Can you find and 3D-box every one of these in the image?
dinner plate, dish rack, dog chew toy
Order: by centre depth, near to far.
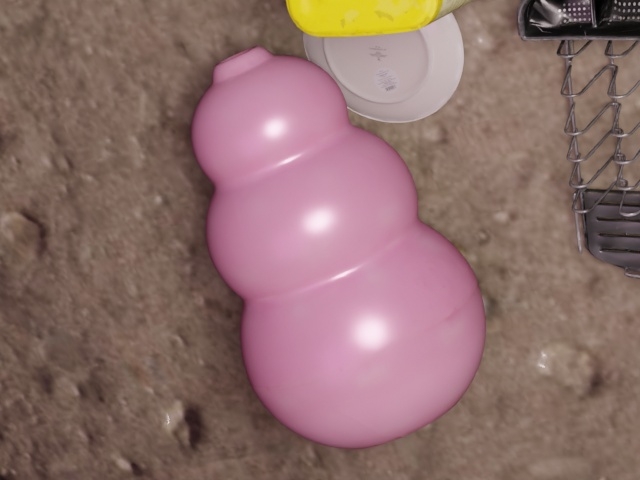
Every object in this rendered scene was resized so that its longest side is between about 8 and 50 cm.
[{"bbox_3d":[0.270,-0.078,1.360,0.208,0.074,0.271,4,121,26],"label":"dish rack"},{"bbox_3d":[0.048,-0.156,1.460,0.141,0.017,0.141,13,126,19],"label":"dinner plate"},{"bbox_3d":[0.000,0.000,1.473,0.206,0.206,0.332,-19,102,34],"label":"dog chew toy"}]

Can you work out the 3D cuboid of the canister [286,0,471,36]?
[{"bbox_3d":[0.062,-0.199,1.321,0.126,0.170,0.073,0,108,26],"label":"canister"}]
